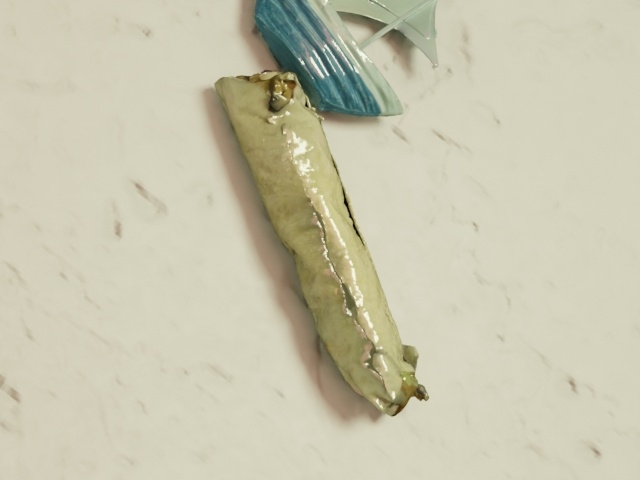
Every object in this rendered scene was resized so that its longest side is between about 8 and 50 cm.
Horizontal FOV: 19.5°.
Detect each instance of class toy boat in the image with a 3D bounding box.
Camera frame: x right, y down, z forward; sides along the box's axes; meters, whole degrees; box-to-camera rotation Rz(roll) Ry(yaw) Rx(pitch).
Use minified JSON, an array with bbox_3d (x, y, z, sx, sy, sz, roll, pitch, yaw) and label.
[{"bbox_3d":[0.026,-0.133,0.949,0.105,0.034,0.149,35,70,-10],"label":"toy boat"}]

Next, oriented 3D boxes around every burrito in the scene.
[{"bbox_3d":[0.000,0.000,0.910,0.045,0.041,0.185,-10,77,-62],"label":"burrito"}]
